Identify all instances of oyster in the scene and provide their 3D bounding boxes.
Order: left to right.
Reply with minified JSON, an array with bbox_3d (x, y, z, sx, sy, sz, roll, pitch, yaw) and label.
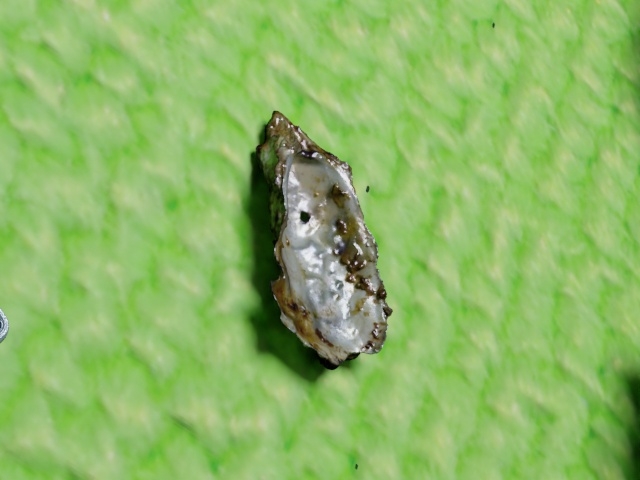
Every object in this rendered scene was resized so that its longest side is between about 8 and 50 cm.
[{"bbox_3d":[-0.001,0.001,0.800,0.086,0.029,0.132,30,51,-34],"label":"oyster"}]

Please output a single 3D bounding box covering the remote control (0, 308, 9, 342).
[{"bbox_3d":[-0.181,0.001,0.655,0.053,0.018,0.124,-37,96,-43],"label":"remote control"}]
